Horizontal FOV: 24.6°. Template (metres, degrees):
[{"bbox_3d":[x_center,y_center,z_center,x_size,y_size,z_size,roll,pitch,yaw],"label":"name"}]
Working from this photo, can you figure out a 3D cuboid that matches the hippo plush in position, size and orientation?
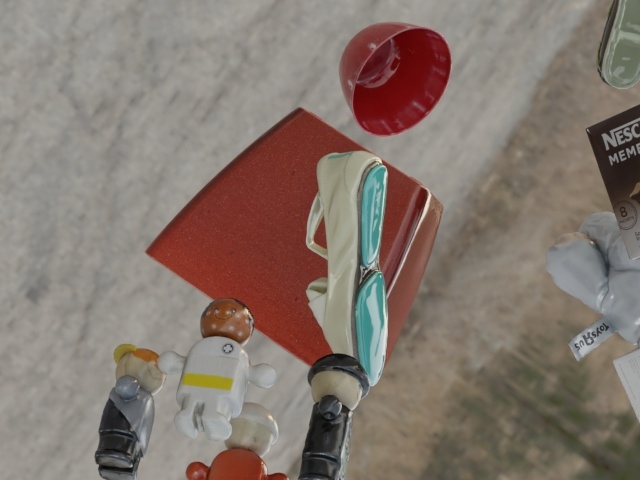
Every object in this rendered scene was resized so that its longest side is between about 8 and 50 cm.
[{"bbox_3d":[0.419,-0.005,1.878,0.294,0.234,0.236,-36,148,-44],"label":"hippo plush"}]

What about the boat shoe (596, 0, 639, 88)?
[{"bbox_3d":[0.453,-0.331,2.107,0.068,0.081,0.227,-119,-132,-78],"label":"boat shoe"}]

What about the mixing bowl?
[{"bbox_3d":[0.094,-0.256,2.182,0.181,0.098,0.181,-23,134,-25],"label":"mixing bowl"}]

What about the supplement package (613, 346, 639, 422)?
[{"bbox_3d":[0.440,0.139,1.640,0.179,0.105,0.105,-28,171,32],"label":"supplement package"}]

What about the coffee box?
[{"bbox_3d":[0.463,-0.104,1.627,0.119,0.168,0.297,-11,171,-45],"label":"coffee box"}]

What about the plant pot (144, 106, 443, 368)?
[{"bbox_3d":[0.000,0.000,1.708,0.235,0.267,0.267,-56,168,1],"label":"plant pot"}]

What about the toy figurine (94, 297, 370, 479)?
[{"bbox_3d":[-0.083,0.160,1.351,0.213,0.209,0.148,-32,-146,42],"label":"toy figurine"}]

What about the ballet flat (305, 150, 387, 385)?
[{"bbox_3d":[0.024,0.028,1.465,0.086,0.086,0.248,-30,126,-58],"label":"ballet flat"}]
